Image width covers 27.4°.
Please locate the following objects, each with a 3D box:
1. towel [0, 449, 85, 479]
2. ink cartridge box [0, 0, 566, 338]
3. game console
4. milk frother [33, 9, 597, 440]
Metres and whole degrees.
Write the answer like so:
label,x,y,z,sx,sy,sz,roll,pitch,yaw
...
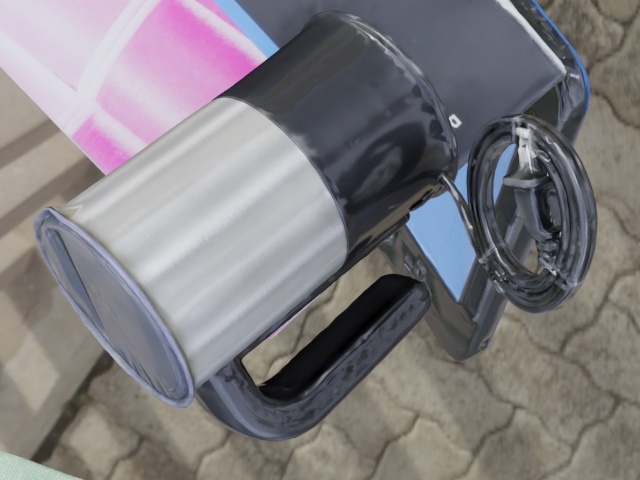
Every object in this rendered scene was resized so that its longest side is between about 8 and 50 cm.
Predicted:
label,x,y,z,sx,sy,sz,roll,pitch,yaw
towel,-0.093,0.245,0.485,0.247,0.325,0.038,21,141,-15
ink cartridge box,-0.083,-0.149,0.557,0.176,0.069,0.371,-42,97,8
game console,-0.001,-0.065,0.803,0.173,0.250,0.293,-21,150,-20
milk frother,0.000,0.000,0.449,0.134,0.143,0.129,-40,99,-23
